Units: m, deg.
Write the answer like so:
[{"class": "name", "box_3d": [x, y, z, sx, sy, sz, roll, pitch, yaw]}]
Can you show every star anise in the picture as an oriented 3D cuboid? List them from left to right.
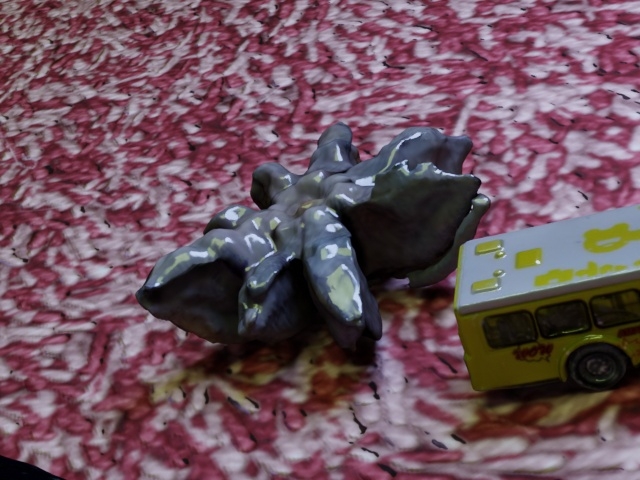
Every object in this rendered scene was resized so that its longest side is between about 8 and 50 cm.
[{"class": "star anise", "box_3d": [0.000, 0.000, 0.924, 0.236, 0.093, 0.229, -22, 27, -7]}]

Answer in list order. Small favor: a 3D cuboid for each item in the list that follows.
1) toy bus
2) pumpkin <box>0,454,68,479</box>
[{"class": "toy bus", "box_3d": [0.184, 0.021, 0.782, 0.226, 0.074, 0.081, -12, 28, 18]}, {"class": "pumpkin", "box_3d": [-0.166, 0.228, 0.440, 0.363, 0.266, 0.363, -16, 31, 10]}]
